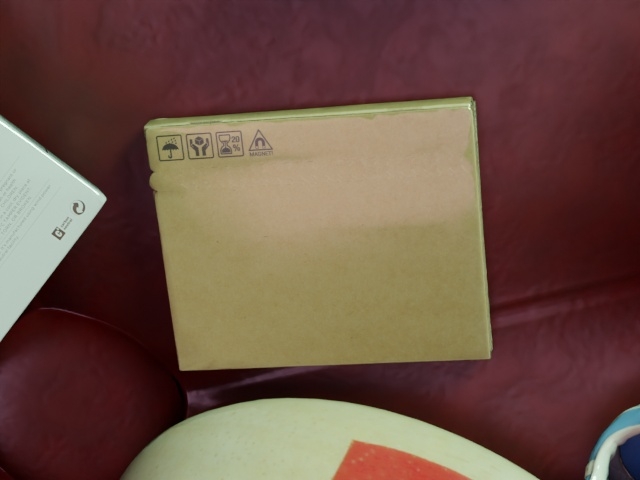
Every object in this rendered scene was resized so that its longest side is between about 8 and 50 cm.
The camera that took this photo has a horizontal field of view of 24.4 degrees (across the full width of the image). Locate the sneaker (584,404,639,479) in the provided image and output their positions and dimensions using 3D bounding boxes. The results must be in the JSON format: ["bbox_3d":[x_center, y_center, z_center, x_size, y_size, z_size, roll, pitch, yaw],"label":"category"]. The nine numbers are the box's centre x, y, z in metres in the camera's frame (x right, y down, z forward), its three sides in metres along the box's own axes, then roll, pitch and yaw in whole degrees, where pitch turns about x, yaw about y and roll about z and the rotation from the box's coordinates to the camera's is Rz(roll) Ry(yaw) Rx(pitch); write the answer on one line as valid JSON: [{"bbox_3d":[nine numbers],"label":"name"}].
[{"bbox_3d":[0.255,0.108,0.843,0.237,0.086,0.085,-32,93,36],"label":"sneaker"}]

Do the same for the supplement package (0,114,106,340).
[{"bbox_3d":[-0.264,-0.012,0.835,0.203,0.149,0.194,38,86,-14],"label":"supplement package"}]

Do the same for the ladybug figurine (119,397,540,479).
[{"bbox_3d":[0.056,0.285,0.926,0.449,0.162,0.305,31,110,-3],"label":"ladybug figurine"}]

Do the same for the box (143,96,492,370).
[{"bbox_3d":[0.000,0.000,0.912,0.201,0.021,0.164,-3,108,9],"label":"box"}]
